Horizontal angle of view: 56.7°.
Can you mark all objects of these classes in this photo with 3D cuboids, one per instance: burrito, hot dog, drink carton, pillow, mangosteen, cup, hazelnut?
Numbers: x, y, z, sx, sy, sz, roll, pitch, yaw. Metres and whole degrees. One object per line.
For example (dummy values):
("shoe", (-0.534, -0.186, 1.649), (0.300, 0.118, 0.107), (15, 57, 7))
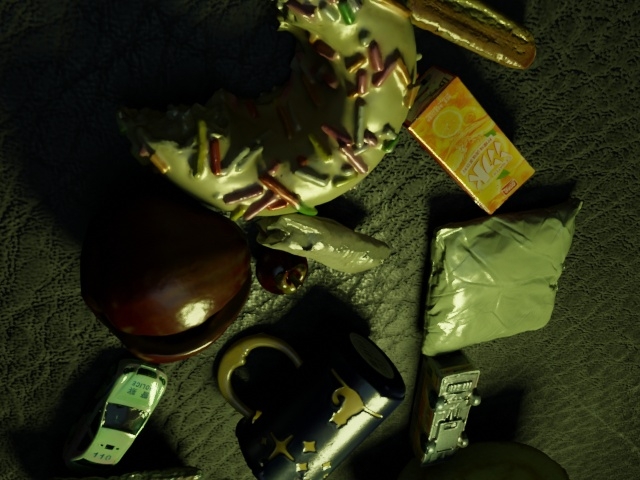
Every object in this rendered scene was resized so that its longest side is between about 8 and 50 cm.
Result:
("burrito", (0.000, 0.000, 0.852), (0.087, 0.061, 0.226), (-20, 154, 37))
("hot dog", (0.196, -0.285, 0.780), (0.215, 0.047, 0.066), (12, 102, -25))
("drink carton", (0.209, -0.142, 0.859), (0.096, 0.071, 0.223), (-45, 124, 10))
("pillow", (0.311, 0.073, 1.027), (0.274, 0.076, 0.281), (-9, 124, -15))
("mangosteen", (-0.058, 0.042, 0.880), (0.080, 0.081, 0.081), (-9, 123, -14))
("cup", (-0.024, 0.263, 0.972), (0.255, 0.178, 0.256), (34, 103, -34))
("pillow", (-0.331, 0.423, 1.011), (0.255, 0.034, 0.189), (0, 148, -19))
("hazelnut", (-0.190, 0.045, 0.760), (0.217, 0.217, 0.252), (-10, 153, -13))

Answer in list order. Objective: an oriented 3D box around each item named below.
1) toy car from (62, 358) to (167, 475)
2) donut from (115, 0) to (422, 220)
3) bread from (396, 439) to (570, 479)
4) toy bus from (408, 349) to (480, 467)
("toy car", (-0.327, 0.288, 0.945), (0.090, 0.076, 0.224), (27, 110, -29))
("donut", (-0.034, -0.177, 0.704), (0.307, 0.150, 0.371), (27, 111, -35))
("bread", (0.304, 0.565, 1.223), (0.395, 0.264, 0.240), (-6, 105, 7))
("toy bus", (0.232, 0.322, 1.139), (0.092, 0.106, 0.268), (-7, 125, -15))
